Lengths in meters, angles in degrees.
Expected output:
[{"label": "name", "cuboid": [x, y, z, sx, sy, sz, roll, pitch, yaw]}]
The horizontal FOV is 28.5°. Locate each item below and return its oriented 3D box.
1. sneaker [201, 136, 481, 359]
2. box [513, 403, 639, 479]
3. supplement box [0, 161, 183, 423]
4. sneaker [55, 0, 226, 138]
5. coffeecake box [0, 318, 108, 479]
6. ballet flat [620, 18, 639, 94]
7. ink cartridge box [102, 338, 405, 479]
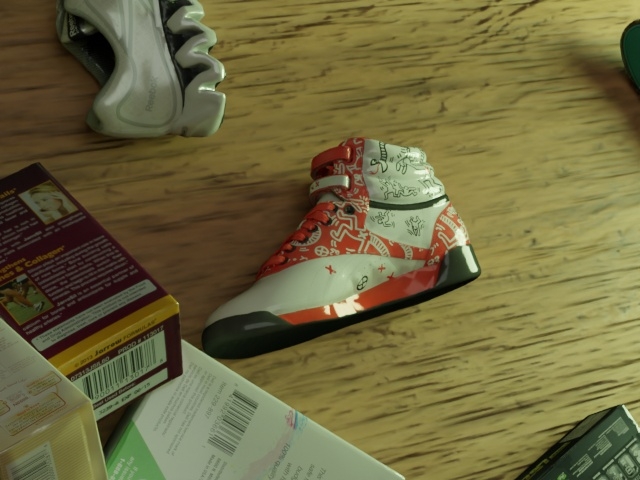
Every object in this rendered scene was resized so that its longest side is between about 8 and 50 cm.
[{"label": "sneaker", "cuboid": [0.000, 0.000, 1.050, 0.270, 0.090, 0.145, -15, 78, -31]}, {"label": "box", "cuboid": [0.224, 0.278, 1.068, 0.232, 0.059, 0.183, -34, 88, -30]}, {"label": "supplement box", "cuboid": [-0.194, 0.039, 0.905, 0.104, 0.081, 0.188, -29, 53, -29]}, {"label": "sneaker", "cuboid": [-0.167, -0.220, 1.048, 0.118, 0.110, 0.292, -12, 77, -18]}, {"label": "coffeecake box", "cuboid": [-0.217, 0.125, 0.829, 0.068, 0.142, 0.185, -30, 44, -30]}, {"label": "ballet flat", "cuboid": [0.375, -0.148, 1.292, 0.070, 0.070, 0.188, -34, 90, -29]}, {"label": "ink cartridge box", "cuboid": [-0.063, 0.199, 0.949, 0.212, 0.093, 0.154, 32, 63, -9]}]
